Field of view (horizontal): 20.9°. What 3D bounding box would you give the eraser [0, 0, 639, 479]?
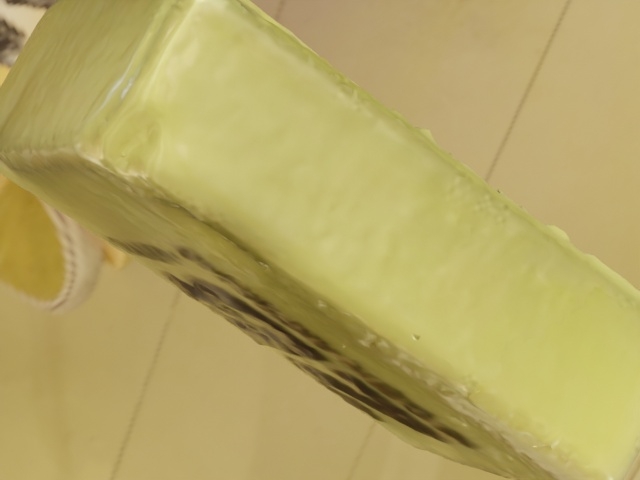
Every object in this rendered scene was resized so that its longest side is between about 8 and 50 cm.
[{"bbox_3d":[0.000,0.000,0.463,0.172,0.058,0.117,35,168,-24],"label":"eraser"}]
